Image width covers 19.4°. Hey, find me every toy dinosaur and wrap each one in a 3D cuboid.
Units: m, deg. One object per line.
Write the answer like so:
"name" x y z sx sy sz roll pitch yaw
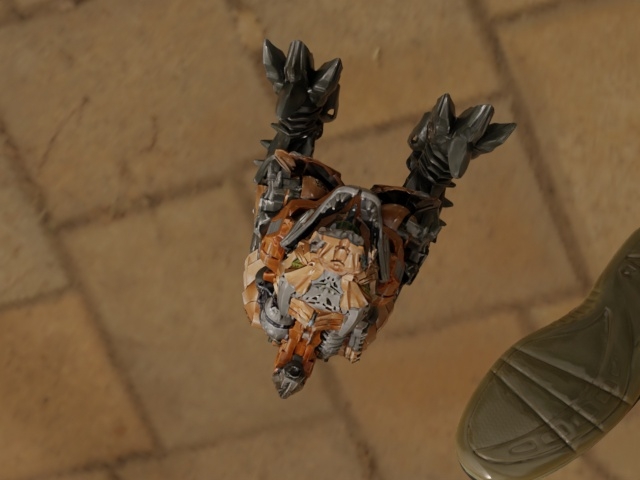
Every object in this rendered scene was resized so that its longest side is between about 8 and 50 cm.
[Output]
"toy dinosaur" 0.000 0.000 1.219 0.164 0.218 0.322 23 167 -21

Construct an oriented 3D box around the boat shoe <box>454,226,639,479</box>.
"boat shoe" 0.165 0.079 1.138 0.080 0.223 0.073 35 153 20
